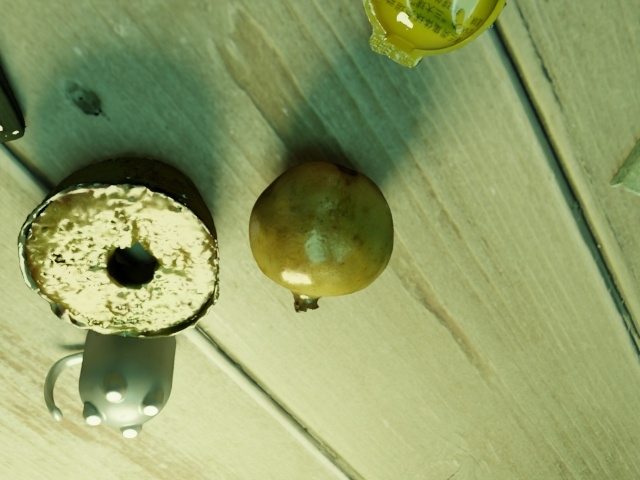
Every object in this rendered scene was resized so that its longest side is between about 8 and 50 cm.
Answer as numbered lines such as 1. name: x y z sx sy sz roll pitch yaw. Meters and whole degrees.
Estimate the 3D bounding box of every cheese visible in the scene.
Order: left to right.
1. cheese: 0.146 -0.312 0.750 0.177 0.069 0.270 20 118 -23

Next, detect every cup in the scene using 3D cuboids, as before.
1. cup: -0.299 0.194 1.007 0.174 0.142 0.134 16 123 -19

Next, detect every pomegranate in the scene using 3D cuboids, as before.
1. pomegranate: 0.000 0.000 0.890 0.196 0.196 0.196 -4 126 -6

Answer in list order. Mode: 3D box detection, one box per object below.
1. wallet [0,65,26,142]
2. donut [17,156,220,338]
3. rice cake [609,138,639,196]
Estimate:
1. wallet: -0.439 -0.202 0.757 0.169 0.052 0.245 -9 129 2
2. donut: -0.247 0.008 0.909 0.272 0.107 0.272 -2 130 -3
3. rice cake: 0.474 -0.139 0.928 0.063 0.069 0.206 12 122 -17
